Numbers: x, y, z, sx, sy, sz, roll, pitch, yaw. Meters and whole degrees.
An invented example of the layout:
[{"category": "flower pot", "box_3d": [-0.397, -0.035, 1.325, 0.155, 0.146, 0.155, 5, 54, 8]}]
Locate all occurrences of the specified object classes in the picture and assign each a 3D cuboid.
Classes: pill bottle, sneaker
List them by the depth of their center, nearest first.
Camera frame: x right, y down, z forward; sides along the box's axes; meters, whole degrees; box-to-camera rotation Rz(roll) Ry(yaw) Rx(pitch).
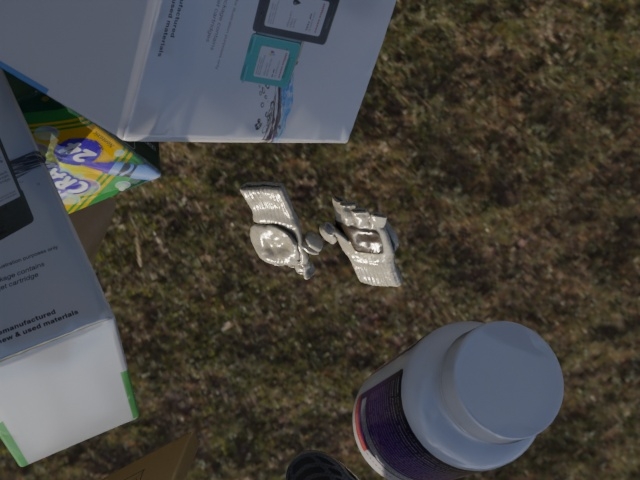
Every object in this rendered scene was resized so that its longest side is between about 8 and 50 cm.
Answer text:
[{"category": "sneaker", "box_3d": [0.010, 0.221, 0.678, 0.063, 0.170, 0.075, -30, 138, 6]}, {"category": "pill bottle", "box_3d": [0.100, 0.122, 0.685, 0.108, 0.108, 0.193, -15, 165, -20]}]

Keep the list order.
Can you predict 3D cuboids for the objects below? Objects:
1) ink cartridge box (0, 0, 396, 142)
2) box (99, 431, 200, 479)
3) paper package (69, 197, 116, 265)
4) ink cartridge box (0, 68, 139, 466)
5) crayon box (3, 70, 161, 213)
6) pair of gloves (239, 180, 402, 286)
[{"category": "ink cartridge box", "box_3d": [-0.096, -0.204, 0.750, 0.270, 0.198, 0.197, -7, 121, -53]}, {"category": "box", "box_3d": [-0.227, 0.308, 1.041, 0.164, 0.201, 0.021, -30, 102, 13]}, {"category": "paper package", "box_3d": [-0.502, 0.014, 1.325, 0.309, 0.325, 0.168, 26, 121, -5]}, {"category": "ink cartridge box", "box_3d": [-0.277, 0.023, 0.817, 0.121, 0.289, 0.211, -22, 151, -17]}, {"category": "crayon box", "box_3d": [-0.367, -0.088, 1.003, 0.323, 0.083, 0.203, -20, 152, 18]}, {"category": "pair of gloves", "box_3d": [0.000, 0.000, 1.382, 0.240, 0.042, 0.204, 10, 144, 17]}]
